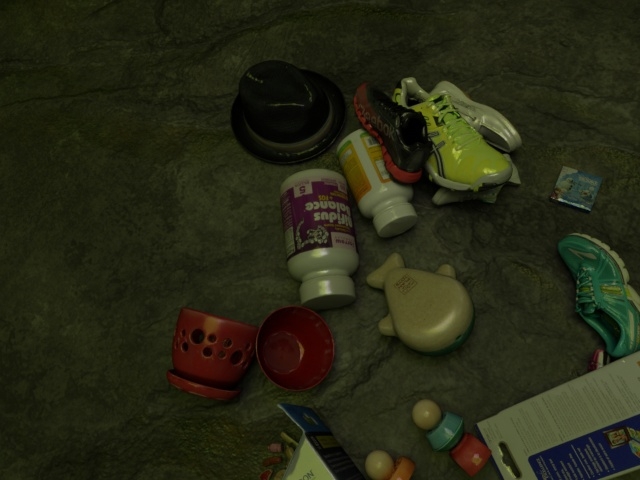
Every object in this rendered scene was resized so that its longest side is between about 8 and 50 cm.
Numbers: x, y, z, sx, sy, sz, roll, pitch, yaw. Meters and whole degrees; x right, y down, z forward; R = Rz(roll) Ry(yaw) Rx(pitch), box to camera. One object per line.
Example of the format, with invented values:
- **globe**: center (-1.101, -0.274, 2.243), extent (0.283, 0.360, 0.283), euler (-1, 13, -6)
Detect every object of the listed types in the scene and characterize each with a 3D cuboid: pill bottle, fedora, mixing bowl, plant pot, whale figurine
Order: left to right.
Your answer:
- **plant pot**: center (-0.245, 0.254, 1.161), extent (0.191, 0.191, 0.174), euler (14, 80, 17)
- **fedora**: center (-0.103, -0.368, 1.374), extent (0.333, 0.152, 0.334), euler (-4, 70, 12)
- **mixing bowl**: center (-0.069, 0.244, 1.153), extent (0.181, 0.098, 0.182), euler (8, 69, -20)
- **pill bottle**: center (0.000, 0.000, 1.205), extent (0.169, 0.169, 0.302), euler (-12, 68, 8)
- **pill bottle**: center (0.139, -0.137, 1.241), extent (0.136, 0.136, 0.246), euler (-22, 67, 4)
- **whale figurine**: center (0.218, 0.141, 1.143), extent (0.216, 0.141, 0.272), euler (-43, 42, -5)

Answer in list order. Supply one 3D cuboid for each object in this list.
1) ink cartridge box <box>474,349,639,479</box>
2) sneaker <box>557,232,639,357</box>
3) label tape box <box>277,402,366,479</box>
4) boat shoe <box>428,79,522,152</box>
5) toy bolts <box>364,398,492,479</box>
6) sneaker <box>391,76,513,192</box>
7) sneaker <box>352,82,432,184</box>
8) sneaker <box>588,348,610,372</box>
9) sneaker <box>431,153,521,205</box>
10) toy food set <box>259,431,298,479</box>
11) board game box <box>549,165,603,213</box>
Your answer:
- **ink cartridge box**: center (0.498, 0.358, 0.978), extent (0.370, 0.069, 0.176), euler (-34, 65, 22)
- **sneaker**: center (0.568, 0.106, 1.055), extent (0.109, 0.107, 0.275), euler (-15, 65, -18)
- **label tape box**: center (0.022, 0.483, 0.978), extent (0.115, 0.249, 0.348), euler (-41, 67, -4)
- **boat shoe**: center (0.364, -0.285, 1.271), extent (0.096, 0.098, 0.277), euler (-42, 58, -4)
- **toy bolts**: center (0.201, 0.422, 0.988), extent (0.158, 0.218, 0.228), euler (42, 76, 9)
- **sneaker**: center (0.275, -0.243, 1.185), extent (0.145, 0.147, 0.384), euler (-28, 48, -20)
- **sneaker**: center (0.166, -0.267, 1.163), extent (0.097, 0.135, 0.276), euler (-13, 65, -28)
- **sneaker**: center (0.579, 0.302, 1.021), extent (0.074, 0.063, 0.171), euler (-4, 74, 12)
- **sneaker**: center (0.371, -0.121, 1.221), extent (0.212, 0.080, 0.094), euler (-26, 78, 1)
- **toy food set**: center (-0.091, 0.485, 1.131), extent (0.077, 0.019, 0.122), euler (31, 87, 21)
- **board game box**: center (0.589, -0.118, 1.195), extent (0.090, 0.020, 0.090), euler (22, 75, 19)
